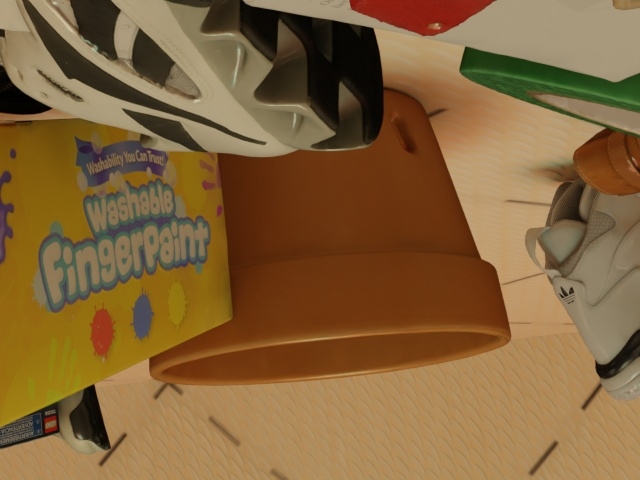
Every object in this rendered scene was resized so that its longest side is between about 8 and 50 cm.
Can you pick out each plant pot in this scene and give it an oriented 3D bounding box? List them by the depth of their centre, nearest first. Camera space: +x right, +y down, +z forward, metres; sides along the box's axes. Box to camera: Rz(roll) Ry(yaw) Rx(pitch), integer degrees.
[{"bbox_3d":[0.000,0.000,1.074,0.290,0.204,0.291,-5,168,-1],"label":"plant pot"}]

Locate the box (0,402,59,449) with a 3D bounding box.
[{"bbox_3d":[-0.237,0.109,0.799,0.137,0.027,0.094,1,-173,44],"label":"box"}]

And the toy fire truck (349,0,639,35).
[{"bbox_3d":[0.116,-0.097,0.393,0.192,0.047,0.135,4,164,-38],"label":"toy fire truck"}]

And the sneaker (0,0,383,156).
[{"bbox_3d":[-0.103,-0.120,0.520,0.146,0.123,0.330,-9,148,23],"label":"sneaker"}]

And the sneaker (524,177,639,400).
[{"bbox_3d":[0.375,-0.018,1.356,0.366,0.210,0.137,-38,-178,-23],"label":"sneaker"}]

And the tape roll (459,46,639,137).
[{"bbox_3d":[0.243,-0.088,0.753,0.321,0.077,0.321,17,-175,-2],"label":"tape roll"}]

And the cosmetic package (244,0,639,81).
[{"bbox_3d":[0.115,-0.170,0.488,0.224,0.138,0.224,3,165,-40],"label":"cosmetic package"}]

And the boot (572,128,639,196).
[{"bbox_3d":[0.305,-0.096,1.069,0.220,0.109,0.283,-6,174,35],"label":"boot"}]

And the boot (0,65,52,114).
[{"bbox_3d":[-0.152,-0.134,0.679,0.229,0.091,0.263,-17,174,39],"label":"boot"}]

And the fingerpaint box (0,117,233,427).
[{"bbox_3d":[-0.304,0.020,0.773,0.371,0.163,0.445,-4,-175,17],"label":"fingerpaint box"}]

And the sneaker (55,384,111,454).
[{"bbox_3d":[-0.185,0.111,0.865,0.075,0.057,0.161,-15,-168,-13],"label":"sneaker"}]
